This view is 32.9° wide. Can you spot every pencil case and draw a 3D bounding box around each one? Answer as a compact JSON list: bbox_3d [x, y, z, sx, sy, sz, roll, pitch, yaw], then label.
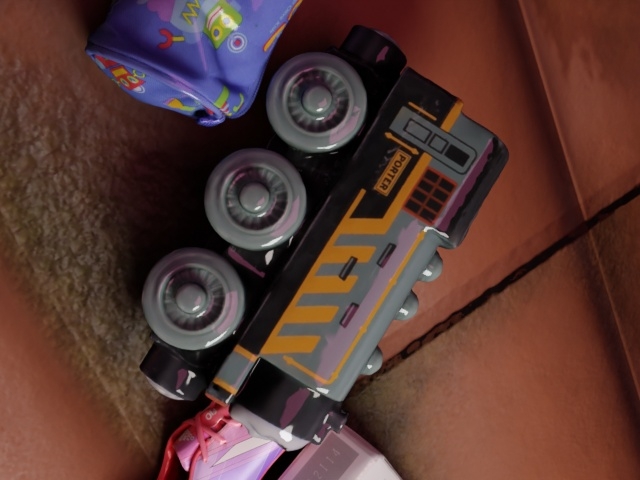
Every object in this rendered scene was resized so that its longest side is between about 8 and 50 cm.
[{"bbox_3d":[-0.045,-0.228,0.807,0.133,0.119,0.306,33,87,-10],"label":"pencil case"}]

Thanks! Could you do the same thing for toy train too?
[{"bbox_3d":[0.000,0.000,0.852,0.190,0.142,0.334,32,87,2],"label":"toy train"}]

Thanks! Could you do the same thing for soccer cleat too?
[{"bbox_3d":[-0.072,0.157,0.920,0.095,0.083,0.248,30,91,-38],"label":"soccer cleat"}]

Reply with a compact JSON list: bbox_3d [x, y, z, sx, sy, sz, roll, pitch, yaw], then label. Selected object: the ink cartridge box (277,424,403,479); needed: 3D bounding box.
[{"bbox_3d":[-0.027,0.331,1.000,0.296,0.066,0.261,-49,149,-10],"label":"ink cartridge box"}]
